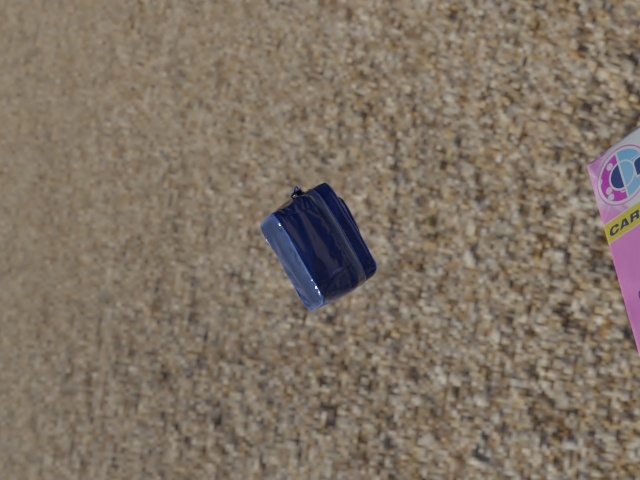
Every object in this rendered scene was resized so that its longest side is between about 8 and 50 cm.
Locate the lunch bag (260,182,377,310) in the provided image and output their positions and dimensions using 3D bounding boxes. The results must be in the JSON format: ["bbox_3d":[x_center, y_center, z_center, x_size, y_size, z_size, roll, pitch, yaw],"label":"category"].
[{"bbox_3d":[0.000,0.000,1.002,0.098,0.065,0.067,61,163,1],"label":"lunch bag"}]

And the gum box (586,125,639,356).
[{"bbox_3d":[0.218,0.023,0.573,0.062,0.188,0.107,-38,43,36],"label":"gum box"}]
